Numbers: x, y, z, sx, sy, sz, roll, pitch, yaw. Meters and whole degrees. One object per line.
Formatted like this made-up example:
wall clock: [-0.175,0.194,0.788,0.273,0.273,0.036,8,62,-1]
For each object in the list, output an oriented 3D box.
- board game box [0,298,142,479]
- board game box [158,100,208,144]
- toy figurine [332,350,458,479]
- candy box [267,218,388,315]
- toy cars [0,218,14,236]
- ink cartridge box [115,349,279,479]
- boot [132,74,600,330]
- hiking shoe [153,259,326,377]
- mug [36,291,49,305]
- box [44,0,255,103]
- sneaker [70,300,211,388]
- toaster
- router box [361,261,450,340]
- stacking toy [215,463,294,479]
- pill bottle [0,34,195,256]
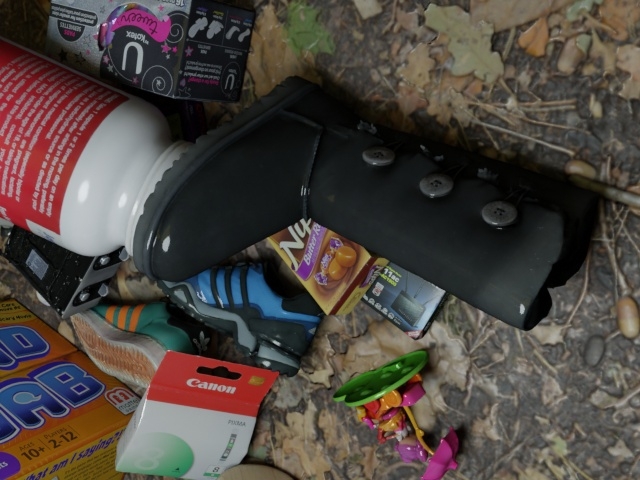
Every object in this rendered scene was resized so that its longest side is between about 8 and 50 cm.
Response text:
board game box: [-0.569,0.365,1.341,0.356,0.356,0.356,32,111,20]
board game box: [-0.316,-0.084,1.316,0.347,0.056,0.208,-9,89,29]
toy figurine: [0.114,0.254,1.112,0.173,0.130,0.159,-27,94,50]
candy box: [0.000,0.000,1.130,0.186,0.053,0.109,50,118,31]
toy cars: [-0.637,-0.007,1.480,0.394,0.087,0.176,-38,85,24]
ink cartridge box: [-0.180,0.268,1.211,0.224,0.181,0.056,-57,30,33]
boot: [0.056,-0.005,0.973,0.445,0.367,0.146,29,150,21]
hiking shoe: [-0.122,0.079,1.221,0.304,0.113,0.132,31,83,25]
mug: [-0.454,0.079,1.403,0.078,0.064,0.062,41,115,17]
box: [-0.247,-0.290,1.177,0.247,0.163,0.142,18,104,25]
sneaker: [-0.290,0.151,1.315,0.302,0.121,0.108,15,125,44]
toaster: [-0.393,0.002,1.282,0.186,0.110,0.168,41,113,16]
router box: [0.110,0.062,1.113,0.122,0.038,0.092,36,112,19]
stacking toy: [-0.121,0.516,1.262,0.141,0.141,0.330,21,112,24]
pill bottle: [-0.354,-0.119,1.119,0.408,0.229,0.229,25,109,7]
